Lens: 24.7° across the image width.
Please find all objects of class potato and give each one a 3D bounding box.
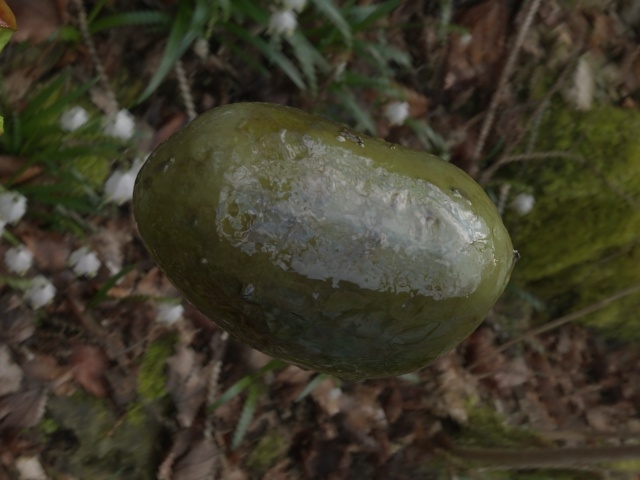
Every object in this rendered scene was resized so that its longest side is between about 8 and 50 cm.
[{"bbox_3d":[0.000,0.000,1.151,0.307,0.210,0.173,24,49,-20],"label":"potato"}]

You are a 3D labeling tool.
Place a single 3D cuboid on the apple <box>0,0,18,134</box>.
[{"bbox_3d":[-0.483,-0.227,1.834,0.246,0.226,0.246,-1,106,-2],"label":"apple"}]
